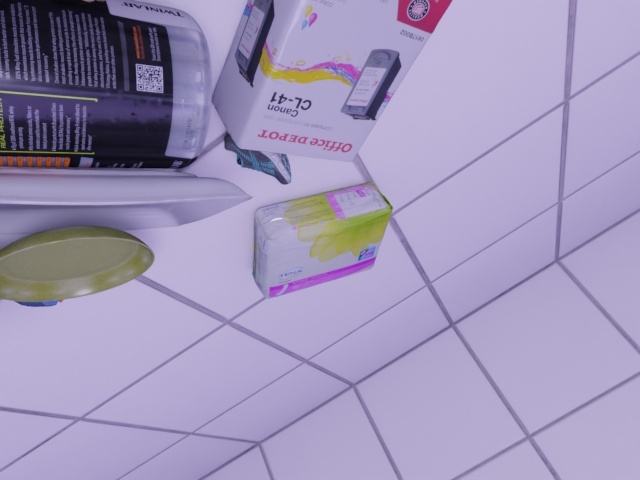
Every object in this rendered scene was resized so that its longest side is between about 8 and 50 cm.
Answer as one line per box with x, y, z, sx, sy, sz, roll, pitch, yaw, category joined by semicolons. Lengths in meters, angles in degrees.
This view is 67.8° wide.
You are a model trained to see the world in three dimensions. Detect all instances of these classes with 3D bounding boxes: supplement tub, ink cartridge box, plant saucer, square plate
-0.297;-0.176;0.523;0.316;0.193;0.193;-4;139;-33;supplement tub
0.010;-0.275;0.677;0.226;0.131;0.306;0;135;-36;ink cartridge box
-0.384;0.034;0.736;0.241;0.037;0.241;-17;161;-6;plant saucer
-0.320;-0.049;0.661;0.347;0.049;0.344;-4;177;-33;square plate

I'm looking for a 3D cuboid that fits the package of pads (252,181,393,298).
0.000;0.000;1.054;0.297;0.101;0.229;-16;144;-20;package of pads

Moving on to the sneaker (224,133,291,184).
-0.108;-0.148;0.833;0.076;0.064;0.166;-20;146;16;sneaker

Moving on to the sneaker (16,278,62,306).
-0.527;0.056;0.777;0.221;0.083;0.087;1;128;-49;sneaker
